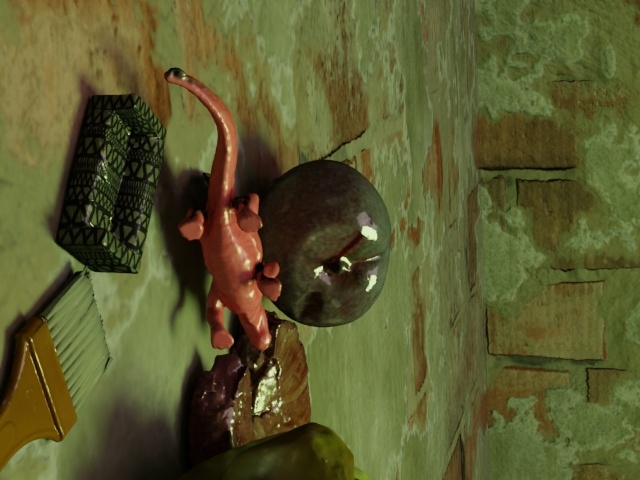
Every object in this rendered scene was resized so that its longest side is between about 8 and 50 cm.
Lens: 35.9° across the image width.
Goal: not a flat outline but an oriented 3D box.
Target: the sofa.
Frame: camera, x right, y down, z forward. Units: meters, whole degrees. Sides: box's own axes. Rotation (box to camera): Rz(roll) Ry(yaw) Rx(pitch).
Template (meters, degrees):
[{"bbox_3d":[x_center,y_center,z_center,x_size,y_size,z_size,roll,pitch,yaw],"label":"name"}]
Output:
[{"bbox_3d":[-0.146,-0.041,0.701,0.060,0.039,0.118,54,40,-61],"label":"sofa"}]

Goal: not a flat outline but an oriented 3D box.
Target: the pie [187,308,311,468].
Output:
[{"bbox_3d":[-0.061,0.172,0.948,0.219,0.054,0.204,-67,151,-51],"label":"pie"}]

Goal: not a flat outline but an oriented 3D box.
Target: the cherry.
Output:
[{"bbox_3d":[0.000,-0.004,1.008,0.176,0.140,0.176,173,-90,-80],"label":"cherry"}]

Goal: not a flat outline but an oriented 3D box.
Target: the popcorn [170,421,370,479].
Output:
[{"bbox_3d":[-0.052,0.251,0.753,0.251,0.206,0.237,44,70,-31],"label":"popcorn"}]

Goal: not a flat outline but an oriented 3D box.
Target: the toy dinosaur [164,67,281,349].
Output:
[{"bbox_3d":[-0.084,-0.033,0.844,0.139,0.070,0.286,-103,180,-62],"label":"toy dinosaur"}]

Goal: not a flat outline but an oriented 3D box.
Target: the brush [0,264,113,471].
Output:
[{"bbox_3d":[-0.199,0.132,0.575,0.314,0.017,0.090,-62,147,-55],"label":"brush"}]
